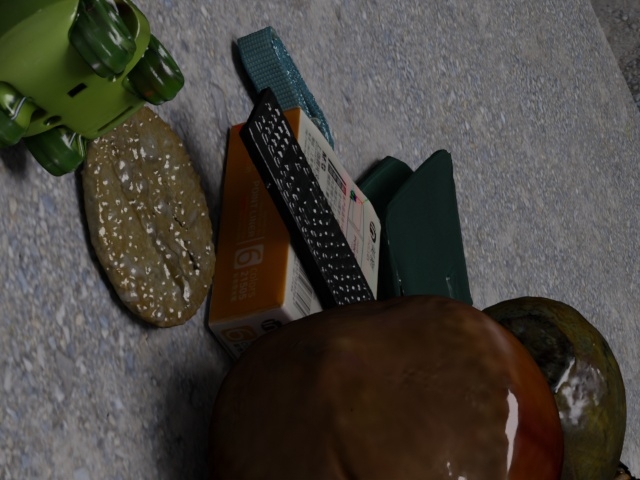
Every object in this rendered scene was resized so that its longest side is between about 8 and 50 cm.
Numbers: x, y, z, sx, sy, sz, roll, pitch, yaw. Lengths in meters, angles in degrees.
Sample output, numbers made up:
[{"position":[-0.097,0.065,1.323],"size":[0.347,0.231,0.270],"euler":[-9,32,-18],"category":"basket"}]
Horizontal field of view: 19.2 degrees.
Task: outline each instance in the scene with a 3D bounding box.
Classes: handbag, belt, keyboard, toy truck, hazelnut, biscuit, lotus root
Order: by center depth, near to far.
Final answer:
[{"position":[-0.217,-0.164,1.521],"size":[0.187,0.148,0.210],"euler":[44,13,-51],"category":"toy truck"},{"position":[-0.154,-0.023,1.723],"size":[0.220,0.033,0.220],"euler":[45,38,-51],"category":"biscuit"},{"position":[0.061,0.219,1.736],"size":[0.315,0.372,0.372],"euler":[43,-1,36],"category":"hazelnut"},{"position":[0.000,0.000,1.867],"size":[0.310,0.018,0.101],"euler":[64,25,-24],"category":"keyboard"},{"position":[-0.038,-0.145,2.060],"size":[0.100,0.065,0.179],"euler":[-89,154,-52],"category":"belt"},{"position":[0.234,0.203,2.161],"size":[0.346,0.250,0.250],"euler":[82,6,-61],"category":"lotus root"},{"position":[0.107,0.033,2.280],"size":[0.326,0.089,0.238],"euler":[-48,126,-66],"category":"handbag"}]

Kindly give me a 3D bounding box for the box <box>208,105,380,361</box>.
[{"position":[-0.019,0.032,1.948],"size":[0.221,0.091,0.274],"euler":[56,29,-42],"category":"box"}]

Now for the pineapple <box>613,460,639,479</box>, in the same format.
[{"position":[0.280,0.419,2.375],"size":[0.262,0.262,0.272],"euler":[55,53,-44],"category":"pineapple"}]
